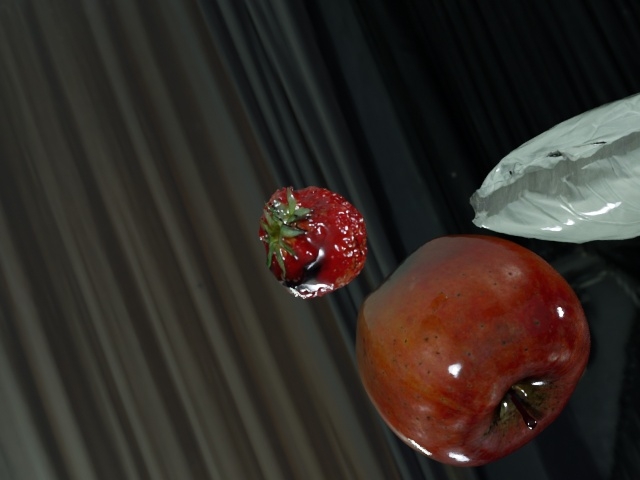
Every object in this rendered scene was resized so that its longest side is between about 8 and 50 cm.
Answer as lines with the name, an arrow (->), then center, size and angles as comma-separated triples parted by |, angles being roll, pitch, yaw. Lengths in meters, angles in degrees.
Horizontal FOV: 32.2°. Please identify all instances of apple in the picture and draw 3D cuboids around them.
apple -> 0.145, 0.108, 1.101 | 0.234, 0.234, 0.234 | -22, 172, -3

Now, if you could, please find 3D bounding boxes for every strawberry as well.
strawberry -> 0.000, 0.001, 0.948 | 0.106, 0.106, 0.106 | -22, 172, -3

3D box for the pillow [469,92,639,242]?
pillow -> 0.375, -0.084, 1.300 | 0.283, 0.138, 0.310 | 1, 160, -40
